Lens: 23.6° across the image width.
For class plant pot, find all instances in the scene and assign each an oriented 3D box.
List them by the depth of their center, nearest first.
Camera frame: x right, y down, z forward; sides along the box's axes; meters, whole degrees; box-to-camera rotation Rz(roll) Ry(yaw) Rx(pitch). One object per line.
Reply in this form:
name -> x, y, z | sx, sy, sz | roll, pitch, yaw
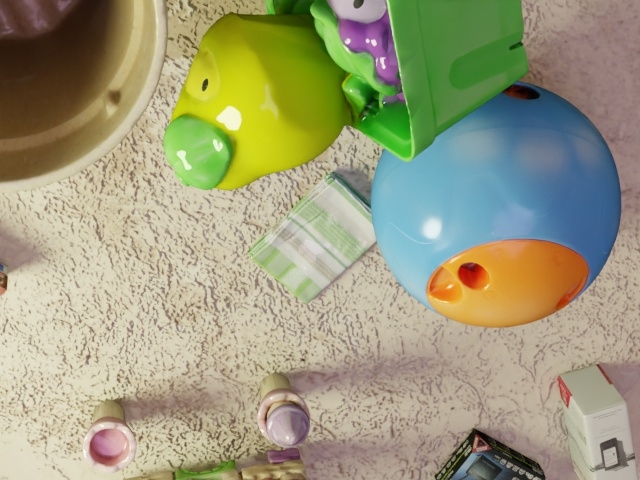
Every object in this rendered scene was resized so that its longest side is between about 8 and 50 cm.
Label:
plant pot -> -0.331, -0.259, 1.561 | 0.333, 0.305, 0.334 | -4, 115, -8

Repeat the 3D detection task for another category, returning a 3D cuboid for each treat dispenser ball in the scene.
treat dispenser ball -> 0.202, -0.042, 1.770 | 0.288, 0.288, 0.288 | -4, 116, -8

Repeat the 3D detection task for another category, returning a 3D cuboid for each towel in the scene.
towel -> 0.000, 0.000, 1.901 | 0.152, 0.023, 0.113 | -44, 114, 12

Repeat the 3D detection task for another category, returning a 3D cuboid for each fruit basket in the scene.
fruit basket -> -0.013, -0.218, 1.603 | 0.392, 0.392, 0.283 | -12, 117, -4

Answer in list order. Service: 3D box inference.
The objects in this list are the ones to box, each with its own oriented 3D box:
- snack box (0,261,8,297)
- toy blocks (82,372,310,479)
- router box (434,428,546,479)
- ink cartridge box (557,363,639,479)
snack box -> -0.447, 0.005, 1.802 | 0.178, 0.064, 0.022 | 36, 104, -23
toy blocks -> -0.129, 0.353, 1.885 | 0.288, 0.260, 0.309 | -9, 104, -6
router box -> 0.231, 0.323, 2.087 | 0.122, 0.038, 0.092 | 30, 108, -21
ink cartridge box -> 0.371, 0.259, 2.041 | 0.063, 0.109, 0.151 | -17, 117, -5
